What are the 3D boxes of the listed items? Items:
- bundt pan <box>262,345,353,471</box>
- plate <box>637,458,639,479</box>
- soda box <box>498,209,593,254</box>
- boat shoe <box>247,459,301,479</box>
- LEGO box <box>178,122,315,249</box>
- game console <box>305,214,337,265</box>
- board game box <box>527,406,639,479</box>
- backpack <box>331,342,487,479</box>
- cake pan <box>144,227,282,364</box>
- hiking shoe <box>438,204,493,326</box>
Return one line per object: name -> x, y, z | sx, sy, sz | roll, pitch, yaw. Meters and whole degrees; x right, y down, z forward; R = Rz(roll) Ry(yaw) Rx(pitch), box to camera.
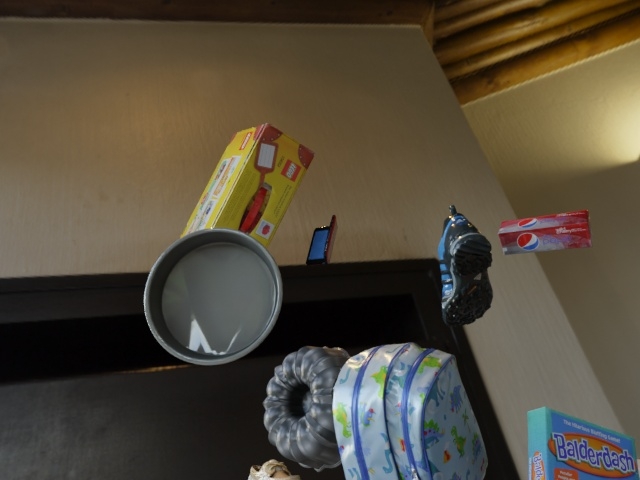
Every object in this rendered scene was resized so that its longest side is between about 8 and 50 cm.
bundt pan -> -0.032, 0.435, 1.300 | 0.331, 0.331, 0.124 | -33, -42, 29
plate -> 0.618, 0.584, 1.000 | 0.277, 0.278, 0.045 | 15, -17, 14
soda box -> 0.714, -0.023, 1.547 | 0.263, 0.083, 0.092 | -8, -64, 34
boat shoe -> -0.091, 0.441, 0.906 | 0.063, 0.059, 0.170 | 17, -32, -32
LEGO box -> -0.272, -0.114, 1.622 | 0.193, 0.500, 0.372 | 28, -4, -25
game console -> 0.000, 0.000, 1.554 | 0.085, 0.144, 0.124 | 9, -25, 10
board game box -> 0.378, 0.367, 0.692 | 0.160, 0.210, 0.047 | 20, -34, -7
backpack -> 0.158, 0.357, 0.861 | 0.290, 0.356, 0.273 | -19, -10, -48
cake pan -> -0.225, 0.118, 1.041 | 0.293, 0.293, 0.054 | -11, -17, -2
hiking shoe -> 0.326, 0.072, 1.107 | 0.113, 0.132, 0.304 | -7, -48, -1
